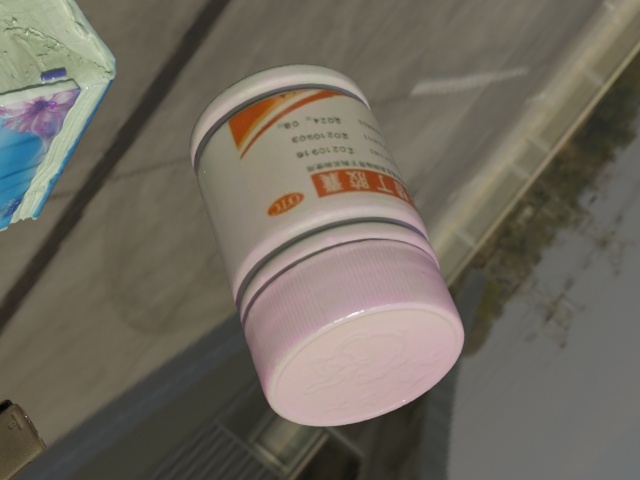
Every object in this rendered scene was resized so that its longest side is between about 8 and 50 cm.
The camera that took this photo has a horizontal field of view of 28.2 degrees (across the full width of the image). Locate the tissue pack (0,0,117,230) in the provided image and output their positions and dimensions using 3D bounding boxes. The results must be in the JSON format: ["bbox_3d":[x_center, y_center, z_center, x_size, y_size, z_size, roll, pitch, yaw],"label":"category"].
[{"bbox_3d":[-0.324,-0.145,1.193,0.146,0.198,0.263,-24,166,-39],"label":"tissue pack"}]

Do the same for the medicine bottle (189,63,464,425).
[{"bbox_3d":[0.000,0.000,1.263,0.202,0.316,0.202,-14,145,-10],"label":"medicine bottle"}]

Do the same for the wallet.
[{"bbox_3d":[-0.483,0.321,1.792,0.031,0.110,0.198,13,-135,45],"label":"wallet"}]
